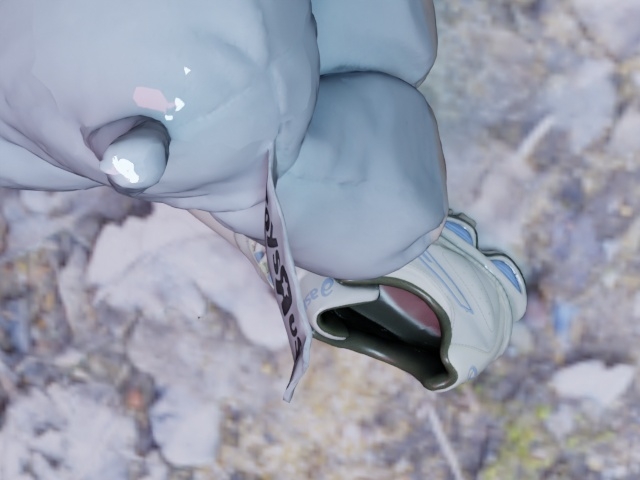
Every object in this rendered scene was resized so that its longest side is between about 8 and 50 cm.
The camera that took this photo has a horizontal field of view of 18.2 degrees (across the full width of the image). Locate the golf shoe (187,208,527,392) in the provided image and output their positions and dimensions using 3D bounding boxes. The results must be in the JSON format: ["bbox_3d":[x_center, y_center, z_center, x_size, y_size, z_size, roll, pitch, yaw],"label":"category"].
[{"bbox_3d":[0.000,0.000,0.819,0.176,0.086,0.069,29,119,5],"label":"golf shoe"}]

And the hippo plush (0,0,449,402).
[{"bbox_3d":[-0.099,-0.054,0.727,0.236,0.294,0.234,-12,142,21],"label":"hippo plush"}]
